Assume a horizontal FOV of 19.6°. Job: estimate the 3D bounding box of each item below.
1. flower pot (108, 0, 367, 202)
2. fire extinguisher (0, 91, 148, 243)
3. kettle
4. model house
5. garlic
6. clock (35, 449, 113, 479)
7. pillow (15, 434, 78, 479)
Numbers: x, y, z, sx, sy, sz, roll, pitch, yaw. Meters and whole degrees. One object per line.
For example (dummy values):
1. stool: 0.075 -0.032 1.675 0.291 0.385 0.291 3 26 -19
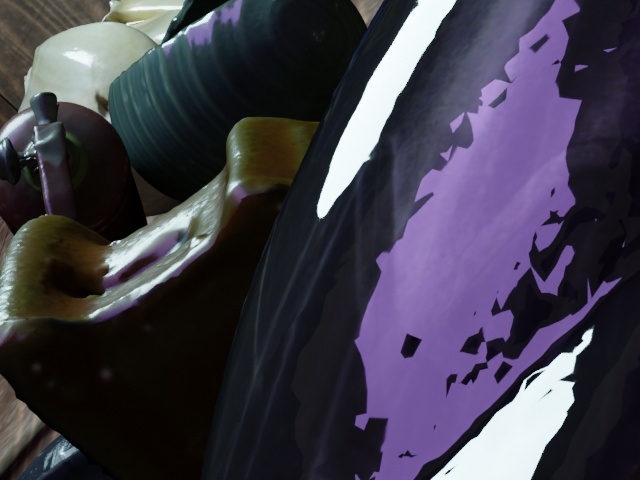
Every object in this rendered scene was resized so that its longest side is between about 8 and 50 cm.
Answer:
1. flower pot: -0.060 -0.117 1.415 0.189 0.157 0.243 -55 17 -27
2. fire extinguisher: -0.185 -0.016 1.384 0.107 0.147 0.337 -15 -10 -4
3. kettle: 0.086 0.045 0.484 0.324 0.228 0.321 -57 -9 -23
4. model house: -0.013 0.006 0.893 0.239 0.173 0.268 -33 19 8
5. garlic: -0.139 -0.122 1.658 0.203 0.184 0.281 6 27 41
6. clock: -0.174 0.238 0.949 0.319 0.066 0.319 -42 14 13
7. pillow: -0.128 0.127 1.141 0.208 0.055 0.141 -36 11 35
